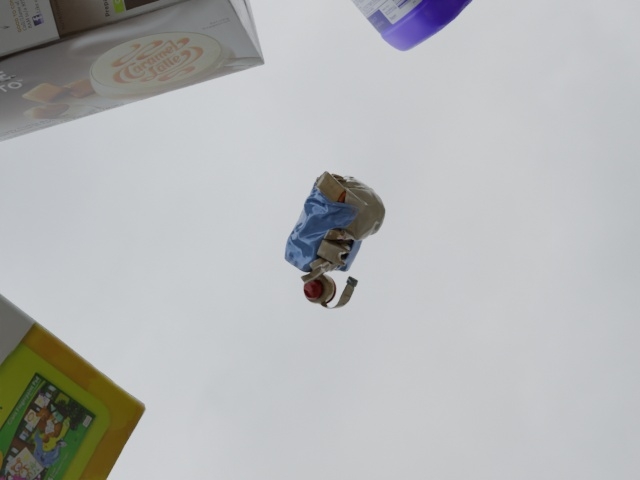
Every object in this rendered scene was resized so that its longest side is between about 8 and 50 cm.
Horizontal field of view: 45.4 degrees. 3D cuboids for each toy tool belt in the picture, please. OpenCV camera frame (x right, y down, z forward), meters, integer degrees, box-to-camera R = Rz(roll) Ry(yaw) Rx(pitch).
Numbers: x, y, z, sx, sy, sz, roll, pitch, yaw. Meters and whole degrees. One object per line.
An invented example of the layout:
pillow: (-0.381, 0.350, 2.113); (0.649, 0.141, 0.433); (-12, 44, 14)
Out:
toy tool belt: (0.000, 0.000, 0.454); (0.051, 0.052, 0.083); (5, -70, -56)

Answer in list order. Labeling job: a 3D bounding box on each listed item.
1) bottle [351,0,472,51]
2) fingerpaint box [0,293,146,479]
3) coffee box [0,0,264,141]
bottle: (0.028, -0.318, 0.738); (0.283, 0.118, 0.092); (46, -108, -12)
fingerpaint box: (-0.384, 0.202, 0.489); (0.371, 0.163, 0.445); (48, -131, -32)
coffee box: (-0.181, -0.161, 0.563); (0.246, 0.141, 0.098); (-15, -100, 5)
